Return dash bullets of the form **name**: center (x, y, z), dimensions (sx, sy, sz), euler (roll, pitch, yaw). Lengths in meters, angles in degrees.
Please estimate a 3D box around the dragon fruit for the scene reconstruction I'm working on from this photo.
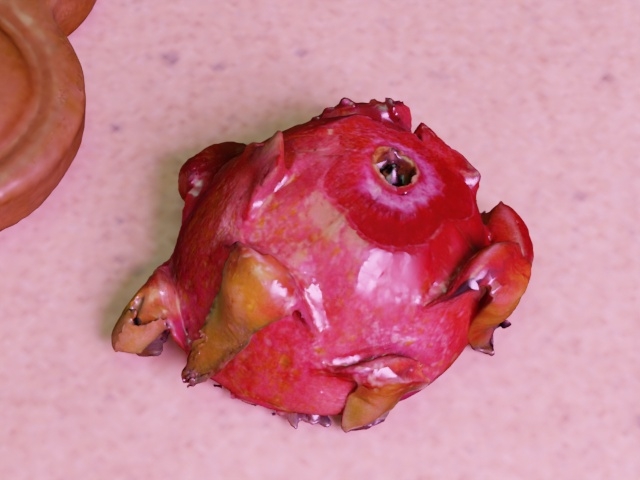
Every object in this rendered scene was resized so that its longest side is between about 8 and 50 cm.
- **dragon fruit**: center (0.005, -0.002, 0.558), dimensions (0.126, 0.068, 0.112), euler (13, 57, 7)

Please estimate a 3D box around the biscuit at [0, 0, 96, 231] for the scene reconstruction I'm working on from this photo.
- **biscuit**: center (-0.179, -0.042, 0.599), dimensions (0.186, 0.044, 0.295), euler (20, 59, 10)
